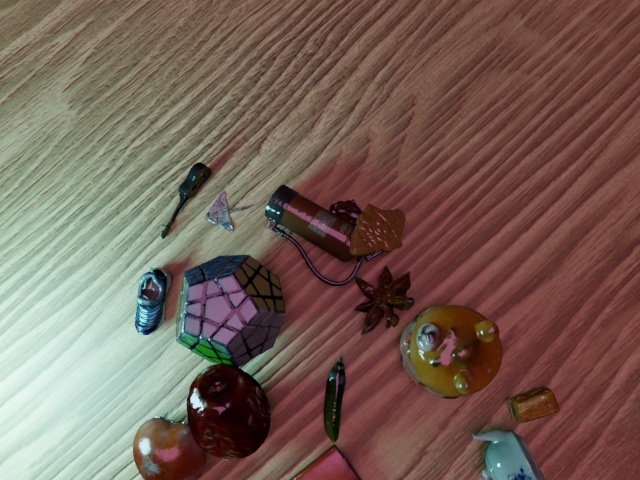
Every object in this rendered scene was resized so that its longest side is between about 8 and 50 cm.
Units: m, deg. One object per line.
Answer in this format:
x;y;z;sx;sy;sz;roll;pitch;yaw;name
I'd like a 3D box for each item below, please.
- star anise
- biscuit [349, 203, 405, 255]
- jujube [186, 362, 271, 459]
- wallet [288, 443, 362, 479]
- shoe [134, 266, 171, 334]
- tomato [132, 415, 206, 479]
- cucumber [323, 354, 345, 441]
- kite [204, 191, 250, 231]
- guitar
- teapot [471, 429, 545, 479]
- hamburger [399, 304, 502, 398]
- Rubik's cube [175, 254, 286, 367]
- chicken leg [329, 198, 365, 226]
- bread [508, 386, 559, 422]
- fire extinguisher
0.189;0.172;1.246;0.212;0.111;0.196;-41;60;25;star anise
0.169;-0.029;1.240;0.162;0.035;0.250;44;56;12;biscuit
-0.245;0.449;1.116;0.223;0.317;0.222;0;49;0;jujube
0.004;0.700;1.204;0.204;0.045;0.142;-37;84;-3;wallet
-0.515;0.181;1.266;0.092;0.106;0.207;10;88;5;shoe
-0.438;0.608;1.169;0.228;0.112;0.199;0;96;20;tomato
0.041;0.458;1.236;0.056;0.056;0.249;7;84;3;cucumber
-0.297;-0.091;1.348;0.157;0.011;0.138;-13;84;0;kite
-0.436;-0.124;1.330;0.038;0.084;0.271;33;90;10;guitar
0.513;0.623;1.155;0.159;0.159;0.231;-24;73;-2;teapot
0.363;0.303;1.160;0.277;0.237;0.275;0;79;0;hamburger
-0.253;0.191;1.175;0.320;0.319;0.263;-14;108;-1;Rubik's cube
0.128;-0.075;1.317;0.205;0.053;0.093;23;67;-1;chicken leg
0.614;0.474;1.218;0.132;0.053;0.074;-19;86;-1;bread
0.003;-0.004;1.286;0.376;0.113;0.200;29;107;6;fire extinguisher
